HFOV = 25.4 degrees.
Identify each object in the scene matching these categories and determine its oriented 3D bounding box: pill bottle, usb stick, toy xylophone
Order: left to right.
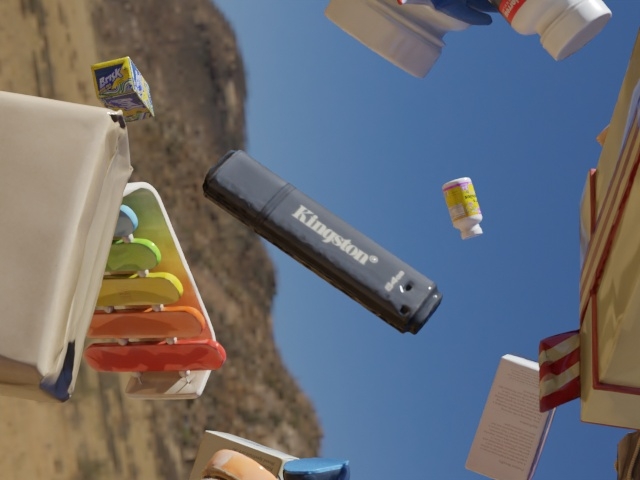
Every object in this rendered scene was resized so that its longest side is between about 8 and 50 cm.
[{"bbox_3d":[-0.253,0.058,1.758,0.322,0.236,0.081,63,35,-24],"label":"toy xylophone"},{"bbox_3d":[0.000,0.000,1.479,0.077,0.278,0.045,-45,167,-47],"label":"usb stick"},{"bbox_3d":[0.171,-0.420,1.964,0.361,0.204,0.204,-56,-161,11],"label":"pill bottle"},{"bbox_3d":[0.206,-0.045,2.034,0.043,0.043,0.083,124,-50,-78],"label":"pill bottle"},{"bbox_3d":[0.240,-0.296,1.603,0.180,0.108,0.108,52,-16,13],"label":"pill bottle"}]

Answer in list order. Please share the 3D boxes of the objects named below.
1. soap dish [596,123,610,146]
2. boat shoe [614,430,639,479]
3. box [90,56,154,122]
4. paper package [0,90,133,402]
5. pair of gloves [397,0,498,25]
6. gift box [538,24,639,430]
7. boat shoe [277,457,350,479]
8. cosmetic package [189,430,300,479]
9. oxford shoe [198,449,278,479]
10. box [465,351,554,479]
[{"bbox_3d":[0.620,-0.190,2.240,0.291,0.229,0.118,-44,-165,33],"label":"soap dish"},{"bbox_3d":[0.378,0.249,1.472,0.355,0.132,0.130,-67,-160,6],"label":"boat shoe"},{"bbox_3d":[-0.289,-0.219,2.083,0.169,0.059,0.054,71,7,-82],"label":"box"},{"bbox_3d":[-0.394,-0.003,1.503,0.168,0.325,0.309,90,10,-70],"label":"paper package"},{"bbox_3d":[0.143,-0.339,1.669,0.023,0.159,0.198,129,-43,-53],"label":"pair of gloves"},{"bbox_3d":[0.302,0.018,1.011,0.258,0.255,0.276,95,8,-49],"label":"gift box"},{"bbox_3d":[0.006,0.391,2.237,0.258,0.109,0.089,22,71,-70],"label":"boat shoe"},{"bbox_3d":[-0.158,0.495,2.411,0.113,0.160,0.309,30,76,-67],"label":"cosmetic package"},{"bbox_3d":[-0.022,0.404,1.593,0.364,0.132,0.130,43,-32,-4],"label":"oxford shoe"},{"bbox_3d":[0.286,0.257,2.049,0.130,0.091,0.170,2,106,-76],"label":"box"}]
